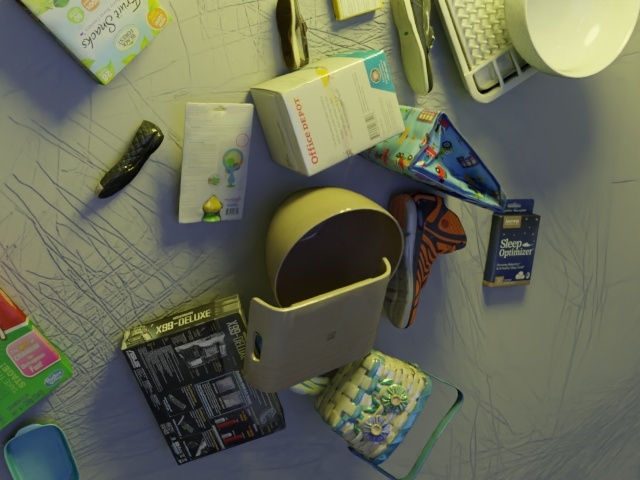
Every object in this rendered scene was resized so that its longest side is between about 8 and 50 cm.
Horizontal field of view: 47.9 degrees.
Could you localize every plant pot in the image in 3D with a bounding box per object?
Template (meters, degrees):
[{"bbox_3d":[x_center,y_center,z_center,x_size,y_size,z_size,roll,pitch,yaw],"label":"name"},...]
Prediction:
[{"bbox_3d":[0.000,0.000,1.469,0.284,0.191,0.284,-17,133,-19],"label":"plant pot"}]

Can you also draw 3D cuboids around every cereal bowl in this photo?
[{"bbox_3d":[0.527,-0.524,1.566,0.339,0.141,0.338,-7,107,-25],"label":"cereal bowl"}]

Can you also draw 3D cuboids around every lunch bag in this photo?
[{"bbox_3d":[0.263,-0.161,1.564,0.293,0.221,0.138,30,89,-31],"label":"lunch bag"}]

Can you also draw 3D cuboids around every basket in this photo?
[{"bbox_3d":[0.152,0.383,1.590,0.289,0.201,0.254,33,87,-25],"label":"basket"}]

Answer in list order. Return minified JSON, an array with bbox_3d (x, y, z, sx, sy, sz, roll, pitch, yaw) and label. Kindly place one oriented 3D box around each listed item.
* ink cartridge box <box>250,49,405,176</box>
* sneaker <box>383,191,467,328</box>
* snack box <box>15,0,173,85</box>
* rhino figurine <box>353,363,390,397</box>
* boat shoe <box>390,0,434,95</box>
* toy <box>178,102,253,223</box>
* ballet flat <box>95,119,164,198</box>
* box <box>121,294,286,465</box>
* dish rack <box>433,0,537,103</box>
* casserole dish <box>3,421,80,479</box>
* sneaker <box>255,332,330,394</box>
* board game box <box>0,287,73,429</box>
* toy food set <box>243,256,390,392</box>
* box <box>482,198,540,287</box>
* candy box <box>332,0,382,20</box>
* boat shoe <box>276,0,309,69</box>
[{"bbox_3d":[0.011,-0.259,1.432,0.233,0.168,0.171,-26,114,-19],"label":"ink cartridge box"},{"bbox_3d":[0.249,0.048,1.673,0.180,0.125,0.320,-2,105,-27],"label":"sneaker"},{"bbox_3d":[-0.389,-0.401,1.235,0.174,0.070,0.207,-48,122,-9],"label":"snack box"},{"bbox_3d":[0.086,0.309,1.693,0.106,0.073,0.243,-44,121,-7],"label":"rhino figurine"},{"bbox_3d":[0.215,-0.427,1.542,0.079,0.084,0.232,-21,110,-21],"label":"boat shoe"},{"bbox_3d":[-0.213,-0.154,1.410,0.137,0.056,0.237,-5,112,-31],"label":"toy"},{"bbox_3d":[-0.360,-0.148,1.345,0.049,0.057,0.173,38,82,10],"label":"ballet flat"},{"bbox_3d":[-0.231,0.287,1.470,0.243,0.076,0.307,-19,114,-1],"label":"box"},{"bbox_3d":[0.386,-0.508,1.617,0.286,0.072,0.332,-34,118,-15],"label":"dish rack"},{"bbox_3d":[-0.545,0.433,1.412,0.114,0.037,0.188,-21,114,-22],"label":"casserole dish"},{"bbox_3d":[-0.067,0.260,1.586,0.240,0.091,0.126,18,95,-30],"label":"sneaker"},{"bbox_3d":[-0.638,0.196,1.277,0.242,0.064,0.316,-39,119,-13],"label":"board game box"},{"bbox_3d":[-0.004,0.158,1.414,0.306,0.092,0.219,-17,134,-31],"label":"toy food set"},{"bbox_3d":[0.491,0.007,1.844,0.137,0.036,0.225,-2,104,-28],"label":"box"},{"bbox_3d":[0.058,-0.559,1.453,0.105,0.027,0.205,-21,113,-19],"label":"candy box"},{"bbox_3d":[-0.052,-0.417,1.424,0.049,0.056,0.152,-20,117,-33],"label":"boat shoe"}]
